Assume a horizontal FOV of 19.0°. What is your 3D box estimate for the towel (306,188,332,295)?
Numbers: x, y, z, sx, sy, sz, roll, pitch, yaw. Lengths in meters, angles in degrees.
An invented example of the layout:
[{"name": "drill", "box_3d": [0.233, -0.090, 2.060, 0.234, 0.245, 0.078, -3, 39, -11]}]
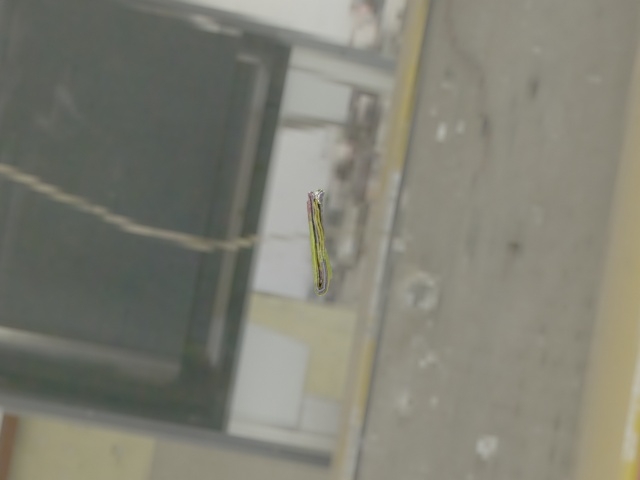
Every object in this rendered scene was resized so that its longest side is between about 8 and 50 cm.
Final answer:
[{"name": "towel", "box_3d": [0.000, 0.000, 1.134, 0.083, 0.009, 0.060, -57, -39, -86]}]
